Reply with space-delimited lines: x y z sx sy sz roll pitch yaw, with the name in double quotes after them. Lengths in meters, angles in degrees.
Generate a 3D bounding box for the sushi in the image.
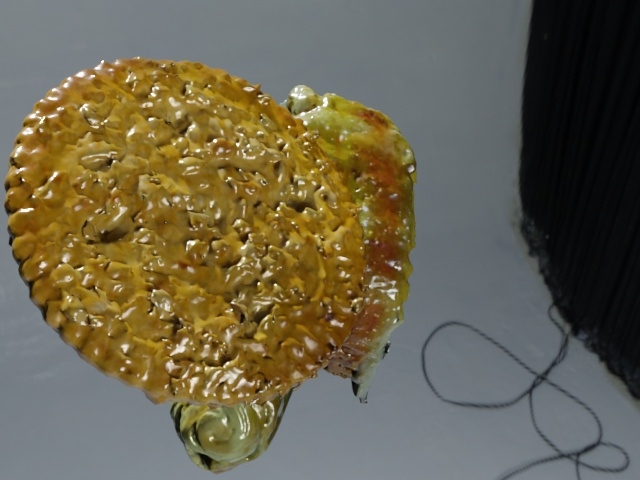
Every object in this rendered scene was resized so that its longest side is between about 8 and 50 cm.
0.000 0.000 0.733 0.139 0.184 0.274 13 63 -19 "sushi"

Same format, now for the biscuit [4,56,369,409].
-0.073 -0.016 0.509 0.253 0.035 0.254 16 56 -25 "biscuit"

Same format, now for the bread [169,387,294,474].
-0.085 0.143 0.914 0.129 0.152 0.268 18 39 5 "bread"
